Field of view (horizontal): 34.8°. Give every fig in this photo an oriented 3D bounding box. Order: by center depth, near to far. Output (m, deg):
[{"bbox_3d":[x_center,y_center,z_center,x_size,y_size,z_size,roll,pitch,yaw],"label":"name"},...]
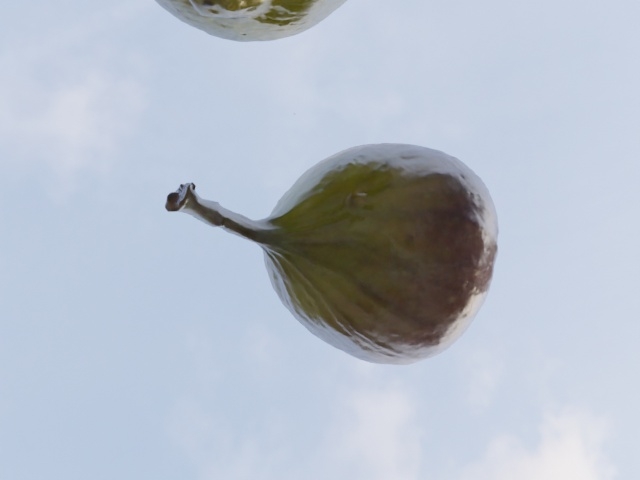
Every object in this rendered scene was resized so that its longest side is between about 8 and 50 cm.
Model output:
[{"bbox_3d":[0.006,-0.008,0.694,0.230,0.143,0.160,26,-52,-16],"label":"fig"}]

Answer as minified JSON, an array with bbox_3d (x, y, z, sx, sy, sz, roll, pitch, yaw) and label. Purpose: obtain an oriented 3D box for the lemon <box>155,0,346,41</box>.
[{"bbox_3d":[-0.040,-0.232,0.648,0.184,0.184,0.248,3,-122,-2],"label":"lemon"}]
